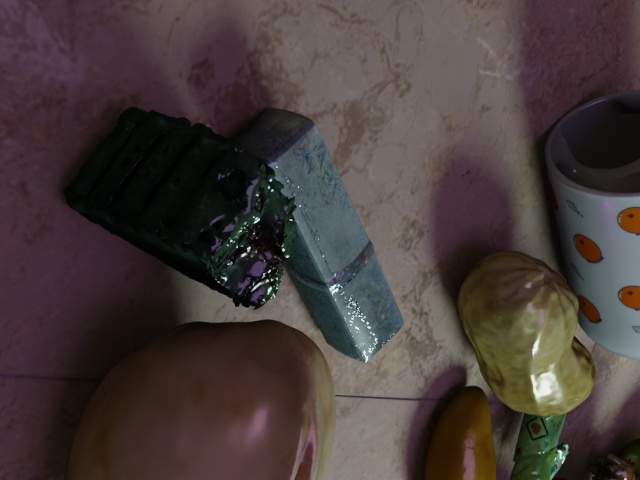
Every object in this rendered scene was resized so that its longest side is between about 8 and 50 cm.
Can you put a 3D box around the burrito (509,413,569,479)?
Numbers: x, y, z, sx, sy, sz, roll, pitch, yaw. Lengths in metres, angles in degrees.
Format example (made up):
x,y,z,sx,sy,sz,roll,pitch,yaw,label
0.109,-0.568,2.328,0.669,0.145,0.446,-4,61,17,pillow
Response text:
x,y,z,sx,sy,sz,roll,pitch,yaw,label
0.311,0.288,1.429,0.104,0.054,0.288,43,59,-45,burrito

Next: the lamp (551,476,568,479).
x,y,z,sx,sy,sz,roll,pitch,yaw,label
0.286,0.440,1.475,0.223,0.151,0.215,0,111,-82,lamp

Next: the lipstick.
x,y,z,sx,sy,sz,roll,pitch,yaw,label
0.000,0.000,1.027,0.076,0.077,0.290,-44,133,-20,lipstick

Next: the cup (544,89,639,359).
x,y,z,sx,sy,sz,roll,pitch,yaw,label
0.414,-0.003,1.326,0.212,0.212,0.317,-39,132,-24,cup

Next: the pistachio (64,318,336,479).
x,y,z,sx,sy,sz,roll,pitch,yaw,label
-0.101,0.198,0.917,0.230,0.230,0.309,10,111,-46,pistachio

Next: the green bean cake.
x,y,z,sx,sy,sz,roll,pitch,yaw,label
-0.082,-0.012,0.865,0.208,0.193,0.107,43,72,-47,green bean cake

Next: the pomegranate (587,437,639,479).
x,y,z,sx,sy,sz,roll,pitch,yaw,label
0.532,0.391,1.679,0.205,0.159,0.159,18,96,-22,pomegranate

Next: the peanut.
x,y,z,sx,sy,sz,roll,pitch,yaw,label
0.264,0.126,1.297,0.147,0.147,0.305,-44,135,-20,peanut

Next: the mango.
x,y,z,sx,sy,sz,roll,pitch,yaw,label
0.184,0.281,1.332,0.102,0.085,0.184,-2,105,-44,mango
